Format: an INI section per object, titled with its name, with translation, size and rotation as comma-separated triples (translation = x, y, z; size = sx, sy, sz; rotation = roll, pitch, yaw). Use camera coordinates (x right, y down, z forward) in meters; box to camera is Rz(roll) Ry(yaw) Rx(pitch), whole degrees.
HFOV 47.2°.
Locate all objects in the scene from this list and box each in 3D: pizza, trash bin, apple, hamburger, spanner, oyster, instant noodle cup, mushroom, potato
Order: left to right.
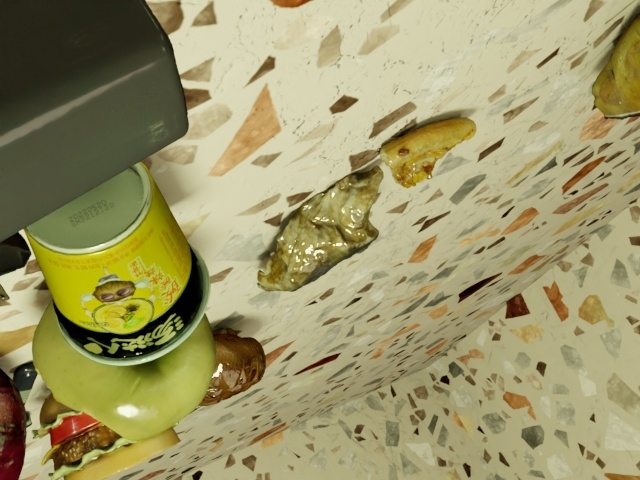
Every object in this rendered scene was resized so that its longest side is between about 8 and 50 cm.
[trash bin]
translation = -0.267, -0.108, 0.565
size = 0.290, 0.209, 0.182
rotation = -30, 159, -15
[spanner]
translation = -0.584, 0.309, 1.401
size = 0.087, 0.024, 0.316
rotation = -9, 152, -33
[hamburger]
translation = -0.420, 0.347, 1.431
size = 0.274, 0.212, 0.274
rotation = -24, 170, -4
[instant noodle cup]
translation = -0.254, 0.012, 0.899
size = 0.216, 0.215, 0.236
rotation = -24, 150, -15
[apple]
translation = -0.295, 0.164, 1.102
size = 0.279, 0.279, 0.279
rotation = -26, 160, -10
[mushroom]
translation = -0.241, 0.286, 1.638
size = 0.253, 0.153, 0.253
rotation = -17, 162, -6
[oyster]
translation = 0.003, 0.004, 1.336
size = 0.341, 0.110, 0.166
rotation = -37, 160, 18
[pizza]
translation = 0.172, -0.144, 1.283
size = 0.182, 0.062, 0.161
rotation = -18, 159, -33
[potato]
translation = 0.617, -0.335, 1.280
size = 0.246, 0.196, 0.300
rotation = -19, -174, -20

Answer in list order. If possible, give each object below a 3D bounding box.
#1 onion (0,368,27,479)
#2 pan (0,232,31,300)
[onion]
translation = -0.615, 0.362, 1.156
size = 0.337, 0.260, 0.282
rotation = -36, 154, 20
[pan]
translation = -0.425, 0.021, 0.876
size = 0.128, 0.048, 0.202
rotation = 2, 158, -32
